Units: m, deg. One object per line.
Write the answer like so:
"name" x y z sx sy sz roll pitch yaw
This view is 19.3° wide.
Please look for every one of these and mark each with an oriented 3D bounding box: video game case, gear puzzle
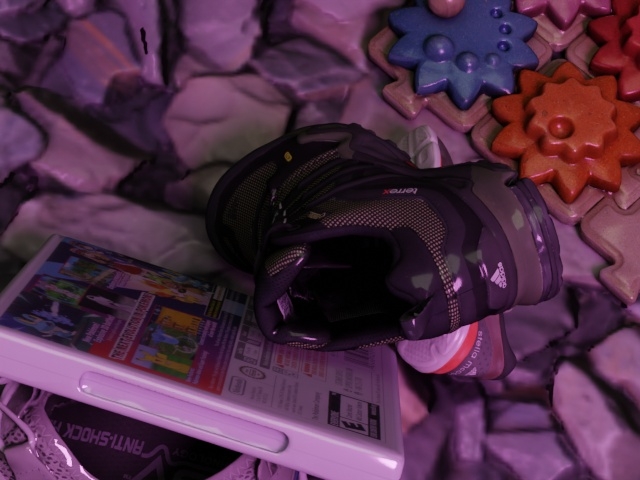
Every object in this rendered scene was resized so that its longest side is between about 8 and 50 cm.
"video game case" -0.053 0.051 0.850 0.183 0.201 0.023 18 101 -2
"gear puzzle" 0.192 -0.053 1.006 0.339 0.044 0.175 42 66 18

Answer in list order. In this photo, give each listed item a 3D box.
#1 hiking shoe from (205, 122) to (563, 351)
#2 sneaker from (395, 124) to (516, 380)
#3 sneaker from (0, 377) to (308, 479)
"hiking shoe" 0.000 0.000 0.878 0.114 0.227 0.086 -23 108 -35
"sneaker" 0.065 0.011 0.965 0.065 0.061 0.158 24 42 -32
"sneaker" -0.139 0.075 0.869 0.281 0.115 0.105 9 60 2
